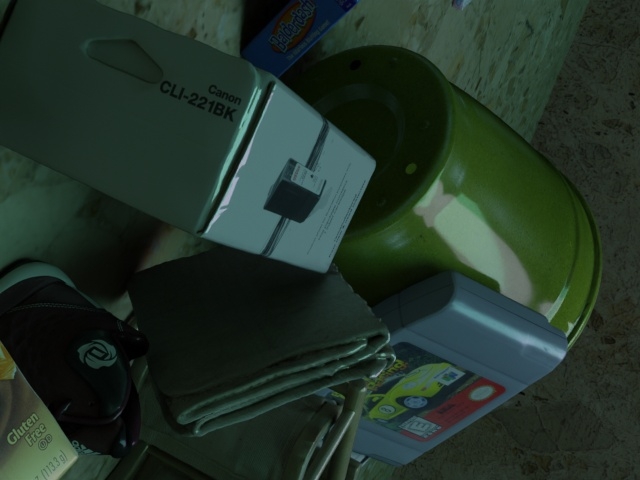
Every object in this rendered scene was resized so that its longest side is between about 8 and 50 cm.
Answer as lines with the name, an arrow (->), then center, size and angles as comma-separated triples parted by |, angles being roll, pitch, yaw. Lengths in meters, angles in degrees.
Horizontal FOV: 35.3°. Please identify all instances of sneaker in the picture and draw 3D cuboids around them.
sneaker -> -0.225, 0.138, 0.709 | 0.281, 0.162, 0.106 | -53, 159, -35

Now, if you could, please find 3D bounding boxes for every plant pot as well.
plant pot -> 0.103, -0.033, 1.162 | 0.367, 0.366, 0.353 | -62, 144, -12

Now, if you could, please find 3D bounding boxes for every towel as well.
towel -> -0.063, 0.067, 0.864 | 0.282, 0.187, 0.049 | -128, -158, -64

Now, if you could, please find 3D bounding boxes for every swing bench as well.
swing bench -> -0.100, 0.210, 1.026 | 0.165, 0.253, 0.255 | -56, 161, -29

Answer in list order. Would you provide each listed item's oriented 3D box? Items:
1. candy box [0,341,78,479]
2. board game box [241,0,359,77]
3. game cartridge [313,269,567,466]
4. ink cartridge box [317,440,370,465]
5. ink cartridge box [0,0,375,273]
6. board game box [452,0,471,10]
candy box -> -0.292, 0.151, 0.513 | 0.316, 0.087, 0.183 | -48, 118, -43
board game box -> 0.028, -0.260, 0.990 | 0.160, 0.047, 0.210 | -33, -165, 51
game cartridge -> 0.098, 0.149, 1.104 | 0.294, 0.196, 0.060 | -43, -150, 36
ink cartridge box -> -0.038, 0.218, 1.260 | 0.092, 0.218, 0.158 | -50, 169, 20
ink cartridge box -> -0.094, -0.072, 0.753 | 0.114, 0.197, 0.273 | -66, 162, 0
board game box -> 0.241, -0.421, 1.581 | 0.090, 0.020, 0.090 | -48, 156, -42
